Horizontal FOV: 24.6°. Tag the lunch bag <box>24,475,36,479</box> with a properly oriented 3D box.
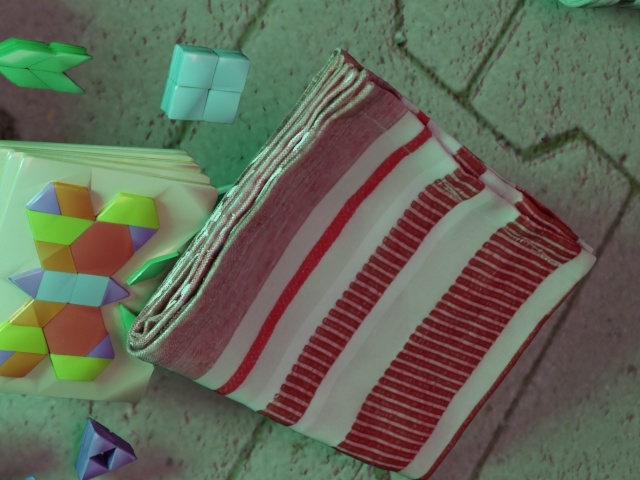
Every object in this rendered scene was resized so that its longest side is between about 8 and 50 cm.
[{"bbox_3d":[-0.193,0.242,0.930,0.129,0.151,0.096,-32,133,-22],"label":"lunch bag"}]

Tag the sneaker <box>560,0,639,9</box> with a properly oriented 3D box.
[{"bbox_3d":[0.231,-0.229,1.187,0.252,0.103,0.111,34,80,-17],"label":"sneaker"}]

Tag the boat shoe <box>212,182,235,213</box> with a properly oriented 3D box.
[{"bbox_3d":[0.000,0.000,1.067,0.303,0.091,0.114,-22,101,-25],"label":"boat shoe"}]

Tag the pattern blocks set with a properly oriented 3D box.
[{"bbox_3d":[-0.157,0.025,0.933,0.285,0.026,0.324,-7,121,-24],"label":"pattern blocks set"}]

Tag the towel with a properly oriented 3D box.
[{"bbox_3d":[0.046,0.039,1.030,0.329,0.037,0.237,32,97,-44],"label":"towel"}]
